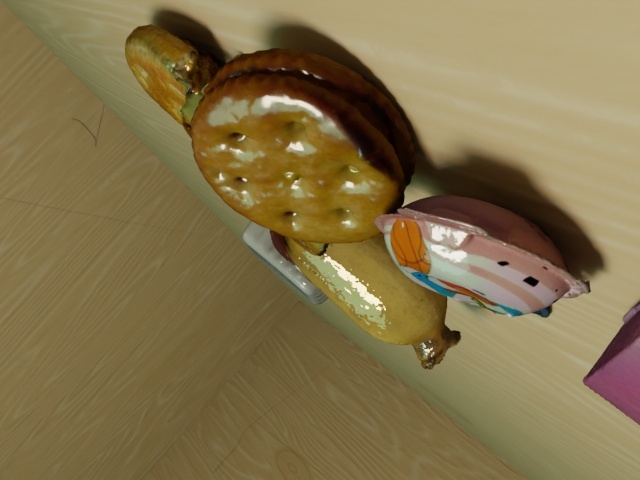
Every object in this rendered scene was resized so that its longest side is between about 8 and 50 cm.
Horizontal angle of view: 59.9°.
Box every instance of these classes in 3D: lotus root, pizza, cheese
[{"bbox_3d":[0.070,0.039,0.742,0.303,0.131,0.146,42,-167,2],"label":"lotus root"},{"bbox_3d":[-0.170,-0.199,0.769,0.229,0.081,0.289,53,168,-23],"label":"pizza"},{"bbox_3d":[0.150,0.026,0.512,0.189,0.074,0.286,20,172,32],"label":"cheese"}]

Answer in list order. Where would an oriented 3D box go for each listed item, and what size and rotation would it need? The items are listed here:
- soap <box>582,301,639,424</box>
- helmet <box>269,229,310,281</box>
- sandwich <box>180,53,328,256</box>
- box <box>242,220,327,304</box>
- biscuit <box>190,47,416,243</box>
[{"bbox_3d":[0.309,0.130,0.344,0.259,0.081,0.181,38,170,23],"label":"soap"},{"bbox_3d":[0.000,0.000,0.911,0.155,0.106,0.175,31,164,38],"label":"helmet"},{"bbox_3d":[-0.047,-0.099,0.640,0.144,0.117,0.187,30,163,43],"label":"sandwich"},{"bbox_3d":[-0.070,0.045,1.395,0.337,0.106,0.264,37,169,20],"label":"box"},{"bbox_3d":[-0.019,-0.079,0.531,0.220,0.066,0.220,15,149,9],"label":"biscuit"}]
